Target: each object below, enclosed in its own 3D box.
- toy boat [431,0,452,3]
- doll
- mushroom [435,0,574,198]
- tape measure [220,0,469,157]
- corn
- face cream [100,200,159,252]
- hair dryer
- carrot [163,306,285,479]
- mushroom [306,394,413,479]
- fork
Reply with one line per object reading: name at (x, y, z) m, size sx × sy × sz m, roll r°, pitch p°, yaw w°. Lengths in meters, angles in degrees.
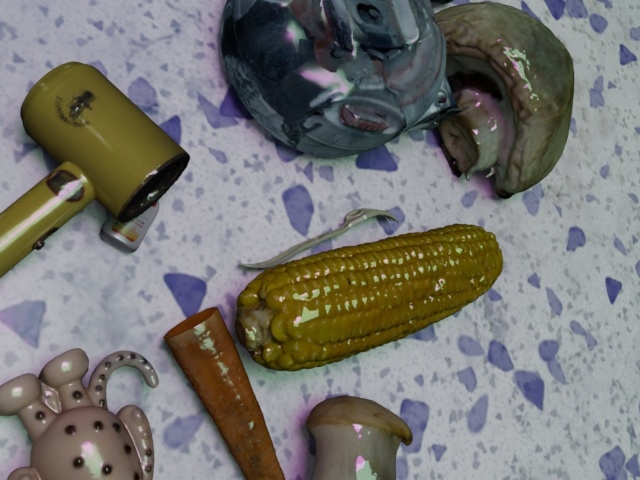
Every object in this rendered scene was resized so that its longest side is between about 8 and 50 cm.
toy boat at (0.145, -0.354, 0.980) m, size 0.141 × 0.060 × 0.055 m, roll -7°, pitch 80°, yaw -41°
doll at (-0.170, 0.225, 0.602) m, size 0.154 × 0.119 × 0.278 m, roll -17°, pitch 77°, yaw -35°
mushroom at (0.252, -0.200, 0.942) m, size 0.190 × 0.164 × 0.266 m, roll -29°, pitch 93°, yaw -33°
tape measure at (0.028, -0.230, 0.818) m, size 0.275 × 0.147 × 0.256 m, roll -18°, pitch 87°, yaw -36°
corn at (0.067, 0.054, 0.784) m, size 0.363 × 0.120 × 0.120 m, roll -15°, pitch 86°, yaw -35°
face cream at (-0.182, -0.030, 0.706) m, size 0.040 × 0.021 × 0.083 m, roll 33°, pitch 62°, yaw -19°
hair dryer at (-0.259, -0.029, 0.622) m, size 0.135 × 0.090 × 0.278 m, roll 44°, pitch 68°, yaw -1°
carrot at (-0.083, 0.171, 0.701) m, size 0.061 × 0.061 × 0.209 m, roll -29°, pitch 98°, yaw -34°
mushroom at (0.016, 0.310, 0.678) m, size 0.159 × 0.122 × 0.328 m, roll 36°, pitch 56°, yaw -49°
fork at (-0.001, -0.006, 0.814) m, size 0.220 × 0.034 × 0.028 m, roll -19°, pitch 114°, yaw -33°
